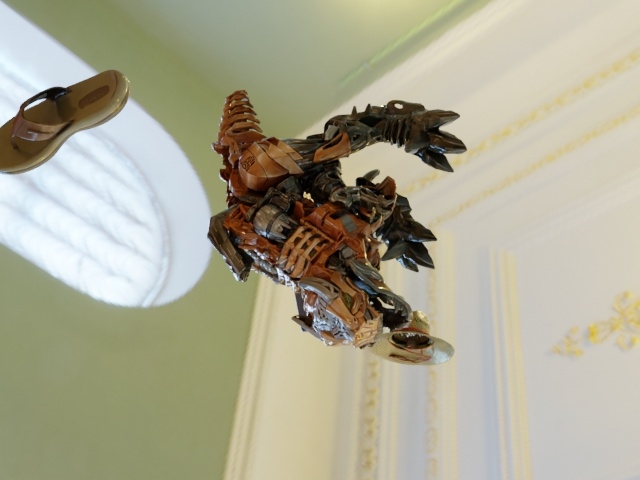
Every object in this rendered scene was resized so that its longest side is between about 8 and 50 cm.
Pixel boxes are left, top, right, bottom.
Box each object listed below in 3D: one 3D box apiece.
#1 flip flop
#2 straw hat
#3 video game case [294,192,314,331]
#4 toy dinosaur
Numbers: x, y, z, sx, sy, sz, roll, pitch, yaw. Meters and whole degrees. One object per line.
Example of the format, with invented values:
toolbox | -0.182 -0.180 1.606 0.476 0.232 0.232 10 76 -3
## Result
flip flop | -0.438 -0.202 1.466 0.277 0.080 0.112 -25 -116 15
straw hat | 0.138 0.138 1.373 0.145 0.145 0.061 -20 -128 44
video game case | 0.000 0.000 1.395 0.026 0.196 0.274 -6 -165 15
toy dinosaur | -0.004 -0.045 0.778 0.321 0.219 0.164 66 -27 23
